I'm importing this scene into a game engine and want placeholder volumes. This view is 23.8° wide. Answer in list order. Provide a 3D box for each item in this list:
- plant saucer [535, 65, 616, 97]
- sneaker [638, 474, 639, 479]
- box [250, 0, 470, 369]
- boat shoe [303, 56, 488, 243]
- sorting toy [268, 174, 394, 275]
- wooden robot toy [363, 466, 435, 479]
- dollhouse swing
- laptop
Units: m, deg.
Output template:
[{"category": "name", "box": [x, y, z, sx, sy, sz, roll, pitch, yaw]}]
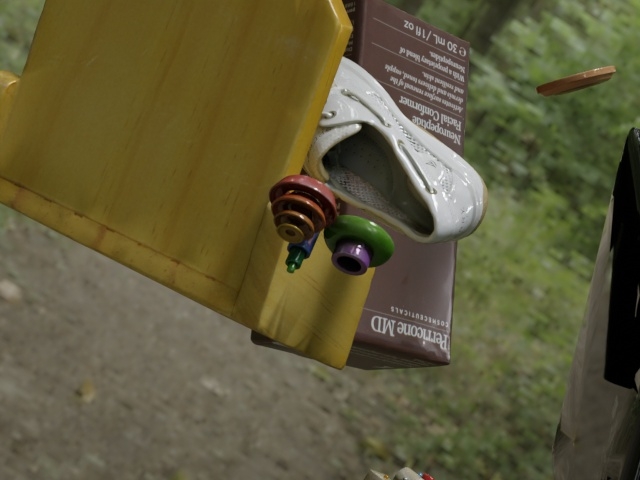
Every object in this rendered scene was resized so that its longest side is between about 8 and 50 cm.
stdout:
[{"category": "plant saucer", "box": [0.263, -0.162, 1.556, 0.083, 0.083, 0.013, -17, 93, -80]}, {"category": "sneaker", "box": [0.471, 0.379, 2.254, 0.083, 0.224, 0.098, 17, 44, -45]}, {"category": "box", "box": [0.047, -0.060, 1.665, 0.143, 0.381, 0.191, -6, -16, 43]}, {"category": "boat shoe", "box": [0.021, -0.092, 1.360, 0.277, 0.098, 0.096, 35, 28, 20]}, {"category": "sorting toy", "box": [0.000, 0.000, 1.037, 0.102, 0.042, 0.061, 39, -36, -24]}, {"category": "wooden robot toy", "box": [0.113, 0.298, 1.623, 0.079, 0.076, 0.173, 35, -12, 43]}, {"category": "dollhouse swing", "box": [-0.103, -0.103, 1.436, 0.347, 0.305, 0.315, 24, -4, 25]}, {"category": "laptop", "box": [0.328, 0.192, 1.156, 0.236, 0.382, 0.408, 6, 39, 0]}]
